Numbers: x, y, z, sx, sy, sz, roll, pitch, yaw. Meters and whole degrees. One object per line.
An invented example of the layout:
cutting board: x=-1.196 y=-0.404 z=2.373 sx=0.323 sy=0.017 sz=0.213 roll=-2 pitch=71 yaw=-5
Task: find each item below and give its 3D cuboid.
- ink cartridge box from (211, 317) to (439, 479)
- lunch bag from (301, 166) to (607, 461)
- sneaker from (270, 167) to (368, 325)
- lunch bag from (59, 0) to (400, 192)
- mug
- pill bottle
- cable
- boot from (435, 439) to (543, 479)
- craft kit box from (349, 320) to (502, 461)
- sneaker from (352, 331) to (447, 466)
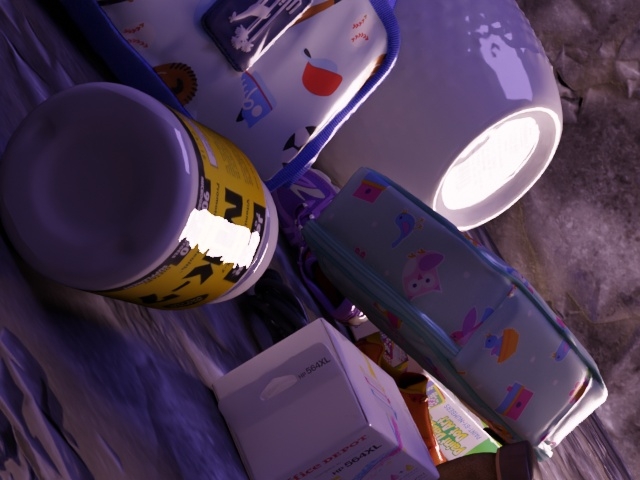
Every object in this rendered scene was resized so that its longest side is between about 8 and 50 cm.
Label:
ink cartridge box: x=0.000 y=0.126 z=1.312 sx=0.143 sy=0.092 sz=0.090 roll=41 pitch=19 yaw=-56
lunch bag: x=0.114 y=0.065 z=1.696 sx=0.224 sy=0.108 sz=0.279 roll=37 pitch=-7 yaw=46
sneaker: x=0.000 y=0.000 z=1.820 sx=0.170 sy=0.068 sz=0.071 roll=61 pitch=15 yaw=16
lunch bag: x=-0.080 y=-0.272 z=1.667 sx=0.328 sy=0.239 sz=0.385 roll=51 pitch=45 yaw=-40
mug: x=0.075 y=-0.145 z=2.003 sx=0.328 sy=0.276 sz=0.374 roll=49 pitch=-28 yaw=29
pill bottle: x=-0.101 y=-0.020 z=1.177 sx=0.119 sy=0.119 sz=0.208 roll=60 pitch=10 yaw=14
cable: x=0.001 y=0.101 z=1.538 sx=0.184 sy=0.047 sz=0.150 roll=61 pitch=10 yaw=23
boot: x=0.122 y=0.302 z=1.397 sx=0.112 sy=0.115 sz=0.305 roll=57 pitch=23 yaw=-62
craft kit box: x=0.088 y=0.102 z=1.978 sx=0.250 sy=0.061 sz=0.247 roll=45 pitch=18 yaw=-52
sneaker: x=0.077 y=0.157 z=1.690 sx=0.175 sy=0.067 sz=0.064 roll=55 pitch=8 yaw=-26
